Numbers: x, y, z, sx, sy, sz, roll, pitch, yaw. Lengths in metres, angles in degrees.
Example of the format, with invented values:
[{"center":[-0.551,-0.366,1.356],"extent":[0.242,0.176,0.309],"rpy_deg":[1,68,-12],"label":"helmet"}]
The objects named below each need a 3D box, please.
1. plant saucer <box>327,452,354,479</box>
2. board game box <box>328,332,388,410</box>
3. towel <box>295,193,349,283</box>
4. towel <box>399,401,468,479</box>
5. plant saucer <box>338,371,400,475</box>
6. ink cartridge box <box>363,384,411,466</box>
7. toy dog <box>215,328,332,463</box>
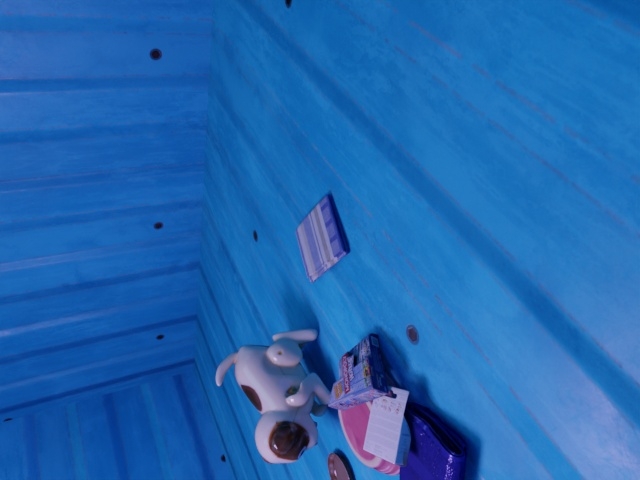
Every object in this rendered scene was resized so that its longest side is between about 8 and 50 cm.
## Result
[{"center":[0.076,0.835,1.860],"extent":[0.168,0.029,0.168],"rpy_deg":[29,124,57],"label":"plant saucer"},{"center":[0.095,0.386,1.482],"extent":[0.194,0.060,0.194],"rpy_deg":[-47,31,31],"label":"board game box"},{"center":[0.000,0.000,1.712],"extent":[0.285,0.034,0.209],"rpy_deg":[-45,57,57],"label":"towel"},{"center":[0.284,0.587,1.320],"extent":[0.227,0.076,0.308],"rpy_deg":[-143,50,-60],"label":"towel"},{"center":[0.145,0.531,1.554],"extent":[0.332,0.084,0.332],"rpy_deg":[31,126,56],"label":"plant saucer"},{"center":[0.182,0.475,1.366],"extent":[0.145,0.045,0.179],"rpy_deg":[-10,61,61],"label":"ink cartridge box"},{"center":[-0.136,0.545,1.798],"extent":[0.284,0.395,0.408],"rpy_deg":[-51,45,46],"label":"toy dog"}]
